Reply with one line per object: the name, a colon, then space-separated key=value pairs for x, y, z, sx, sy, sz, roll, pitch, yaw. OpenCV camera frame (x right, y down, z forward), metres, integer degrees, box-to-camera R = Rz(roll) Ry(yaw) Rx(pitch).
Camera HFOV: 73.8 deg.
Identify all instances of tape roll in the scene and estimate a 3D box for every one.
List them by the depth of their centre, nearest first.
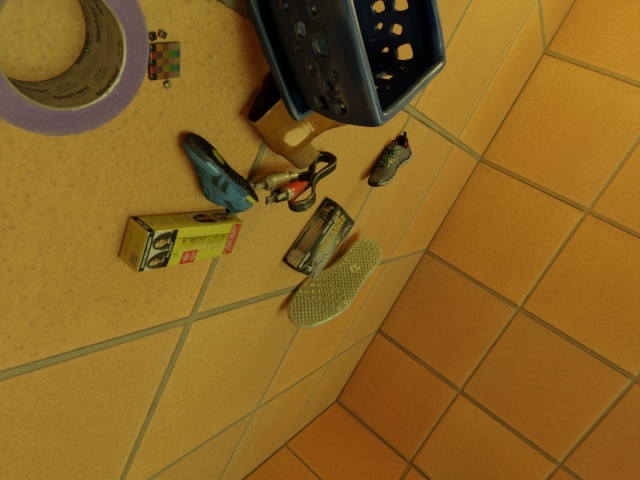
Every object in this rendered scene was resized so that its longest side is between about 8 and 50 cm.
tape roll: x=-0.285 y=-0.212 z=0.444 sx=0.189 sy=0.080 sz=0.188 roll=-42 pitch=153 yaw=-27

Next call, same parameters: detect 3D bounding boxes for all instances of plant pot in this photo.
plant pot: x=0.038 y=-0.328 z=0.669 sx=0.236 sy=0.212 sz=0.235 roll=-47 pitch=128 yaw=-33

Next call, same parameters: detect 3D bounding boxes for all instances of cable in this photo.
cable: x=-0.030 y=-0.148 z=0.956 sx=0.287 sy=0.140 sz=0.072 roll=-39 pitch=143 yaw=-40

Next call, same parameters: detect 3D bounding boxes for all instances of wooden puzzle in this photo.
wooden puzzle: x=-0.220 y=-0.254 z=0.603 sx=0.049 sy=0.006 sz=0.083 roll=-31 pitch=147 yaw=-44

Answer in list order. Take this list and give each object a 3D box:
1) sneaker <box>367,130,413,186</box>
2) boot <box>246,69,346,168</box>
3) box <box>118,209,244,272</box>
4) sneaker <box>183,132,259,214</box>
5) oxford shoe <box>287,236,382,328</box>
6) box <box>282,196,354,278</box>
sneaker: x=0.216 y=-0.264 z=1.376 sx=0.223 sy=0.083 sz=0.098 roll=-46 pitch=135 yaw=-32
boot: x=-0.009 y=-0.297 z=0.839 sx=0.295 sy=0.104 sz=0.211 roll=-56 pitch=153 yaw=-5
box: x=-0.253 y=-0.004 z=0.806 sx=0.232 sy=0.058 sz=0.087 roll=-11 pitch=131 yaw=-59
sneaker: x=-0.194 y=-0.107 z=0.775 sx=0.082 sy=0.069 sz=0.209 roll=-29 pitch=148 yaw=7
oxford shoe: x=0.057 y=0.157 z=1.516 sx=0.449 sy=0.169 sz=0.130 roll=-42 pitch=173 yaw=-31
box: x=0.000 y=0.000 z=1.305 sx=0.231 sy=0.056 sz=0.183 roll=-55 pitch=156 yaw=-1
